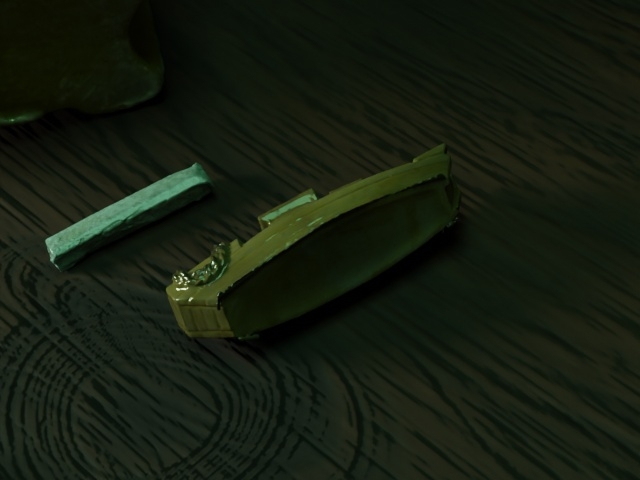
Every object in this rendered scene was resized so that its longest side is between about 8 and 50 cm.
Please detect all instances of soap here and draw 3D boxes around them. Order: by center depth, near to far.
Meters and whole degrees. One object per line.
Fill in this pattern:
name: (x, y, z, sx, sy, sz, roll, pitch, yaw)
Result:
soap: (-0.287, -0.234, 1.398, 0.304, 0.169, 0.339, -6, 45, -10)

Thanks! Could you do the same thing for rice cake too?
rice cake: (-0.128, -0.016, 1.265, 0.121, 0.021, 0.022, -28, 52, -9)

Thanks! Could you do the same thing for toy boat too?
toy boat: (0.000, 0.000, 1.192, 0.206, 0.064, 0.072, -27, 29, -13)
